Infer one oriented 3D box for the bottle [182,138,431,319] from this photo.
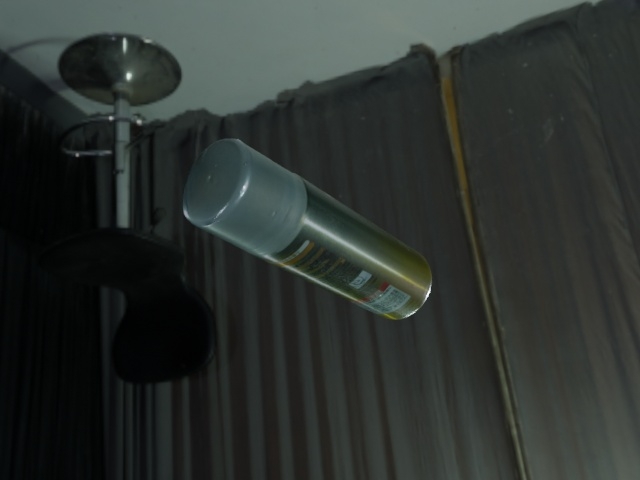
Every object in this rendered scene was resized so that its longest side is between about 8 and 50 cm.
[{"bbox_3d":[0.000,0.000,0.655,0.082,0.082,0.286,-21,147,32],"label":"bottle"}]
